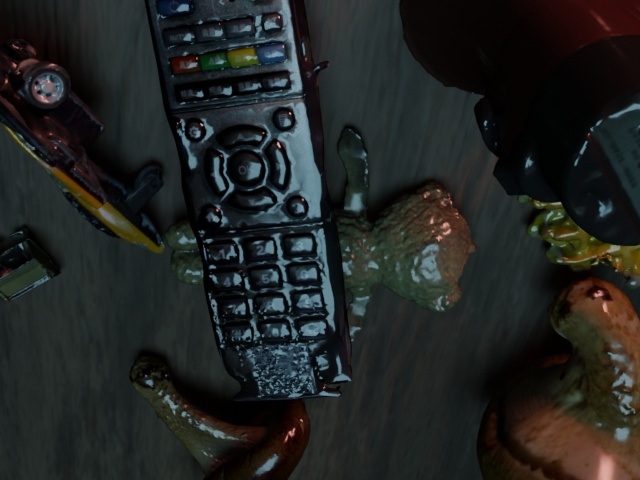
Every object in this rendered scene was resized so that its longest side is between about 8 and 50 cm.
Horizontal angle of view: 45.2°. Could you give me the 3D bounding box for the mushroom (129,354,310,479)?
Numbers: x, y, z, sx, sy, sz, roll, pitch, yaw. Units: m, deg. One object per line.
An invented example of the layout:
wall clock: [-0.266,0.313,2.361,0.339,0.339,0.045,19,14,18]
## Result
mushroom: [-0.145,0.225,0.902,0.217,0.148,0.227,37,107,-4]

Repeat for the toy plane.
toy plane: [-0.225,-0.087,0.675,0.103,0.204,0.316,-51,134,-1]

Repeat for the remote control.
remote control: [-0.050,-0.042,0.686,0.144,0.062,0.399,-5,109,8]

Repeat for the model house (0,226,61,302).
model house: [-0.321,0.033,0.793,0.083,0.057,0.058,-31,149,-4]

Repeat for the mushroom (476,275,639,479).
mushroom: [0.293,0.206,0.811,0.267,0.267,0.254,-39,125,22]

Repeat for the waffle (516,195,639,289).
waffle: [0.338,-0.062,0.741,0.262,0.060,0.280,19,125,-17]

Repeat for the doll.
doll: [0.003,0.017,0.770,0.286,0.091,0.203,-27,89,3]

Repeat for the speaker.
speaker: [0.215,-0.140,0.538,0.259,0.329,0.198,-13,124,-1]
